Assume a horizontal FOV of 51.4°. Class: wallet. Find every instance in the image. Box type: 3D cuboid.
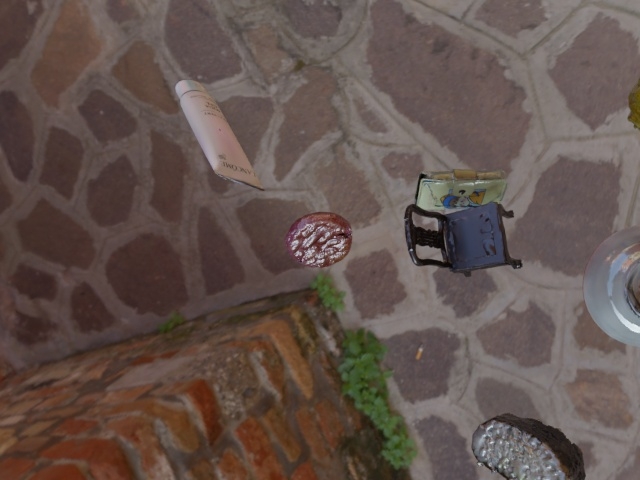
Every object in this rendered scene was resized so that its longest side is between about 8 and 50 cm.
[{"bbox_3d":[0.254,-0.088,1.212,0.155,0.039,0.110,-1,153,2],"label":"wallet"}]

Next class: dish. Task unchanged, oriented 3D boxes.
[{"bbox_3d":[0.686,0.098,1.373,0.260,0.085,0.260,0,92,3],"label":"dish"}]

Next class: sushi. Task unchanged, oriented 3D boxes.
[{"bbox_3d":[0.296,0.303,0.946,0.150,0.078,0.091,19,99,44],"label":"sushi"}]

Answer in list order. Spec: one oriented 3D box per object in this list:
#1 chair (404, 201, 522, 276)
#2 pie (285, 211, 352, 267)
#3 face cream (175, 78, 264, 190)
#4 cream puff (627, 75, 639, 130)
[{"bbox_3d":[0.239,-0.005,1.093,0.113,0.229,0.106,-14,76,30],"label":"chair"},{"bbox_3d":[0.000,0.000,1.414,0.154,0.036,0.154,-8,133,-8],"label":"pie"},{"bbox_3d":[-0.071,-0.071,0.443,0.020,0.038,0.115,-51,46,23],"label":"face cream"},{"bbox_3d":[0.495,-0.150,0.804,0.194,0.194,0.221,-29,91,33],"label":"cream puff"}]
